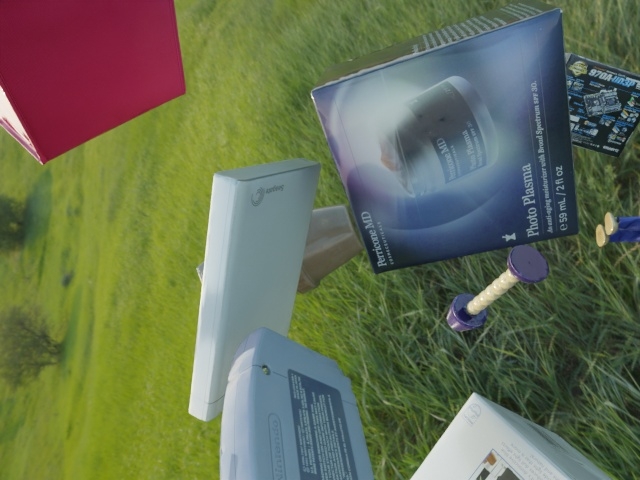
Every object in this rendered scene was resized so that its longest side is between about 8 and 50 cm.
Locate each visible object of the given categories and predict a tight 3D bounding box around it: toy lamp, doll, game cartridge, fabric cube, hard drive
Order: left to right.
[{"bbox_3d":[-0.387,-0.319,0.637,0.259,0.254,0.258,39,60,18],"label":"fabric cube"},{"bbox_3d":[-0.094,0.061,0.676,0.047,0.233,0.352,19,111,20],"label":"hard drive"},{"bbox_3d":[-0.017,0.245,0.480,0.062,0.198,0.297,-41,38,24],"label":"game cartridge"},{"bbox_3d":[0.322,0.105,0.859,0.274,0.080,0.080,113,172,-56],"label":"toy lamp"},{"bbox_3d":[0.589,-0.012,0.774,0.189,0.129,0.046,3,58,10],"label":"doll"}]

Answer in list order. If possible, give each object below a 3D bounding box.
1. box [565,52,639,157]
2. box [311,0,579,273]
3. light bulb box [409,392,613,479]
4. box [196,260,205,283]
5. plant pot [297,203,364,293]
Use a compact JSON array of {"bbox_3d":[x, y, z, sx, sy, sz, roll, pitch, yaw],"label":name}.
[{"bbox_3d":[0.600,-0.297,0.997,0.051,0.221,0.175,-88,13,-64],"label":"box"},{"bbox_3d":[0.179,-0.136,0.646,0.294,0.296,0.182,-13,28,18],"label":"box"},{"bbox_3d":[0.336,0.526,0.799,0.360,0.358,0.225,-55,32,3],"label":"light bulb box"},{"bbox_3d":[-0.221,0.081,0.974,0.062,0.052,0.083,-36,69,31],"label":"box"},{"bbox_3d":[0.000,0.000,1.334,0.230,0.263,0.262,-21,42,13],"label":"plant pot"}]
